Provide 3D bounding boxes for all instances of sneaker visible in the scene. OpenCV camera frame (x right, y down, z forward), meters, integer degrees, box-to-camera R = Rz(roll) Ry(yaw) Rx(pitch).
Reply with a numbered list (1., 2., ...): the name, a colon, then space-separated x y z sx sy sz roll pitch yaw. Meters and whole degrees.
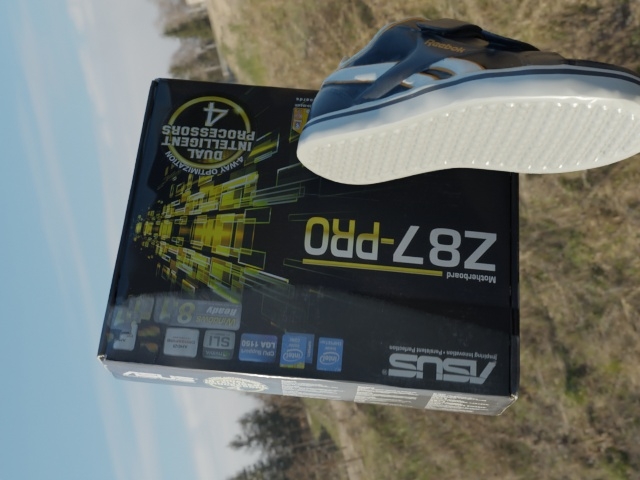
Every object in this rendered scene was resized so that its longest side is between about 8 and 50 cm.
1. sneaker: 0.125 -0.131 0.720 0.126 0.321 0.127 41 -123 -47

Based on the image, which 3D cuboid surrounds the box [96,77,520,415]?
1. box: 0.000 0.000 0.862 0.097 0.394 0.318 92 -176 -68
